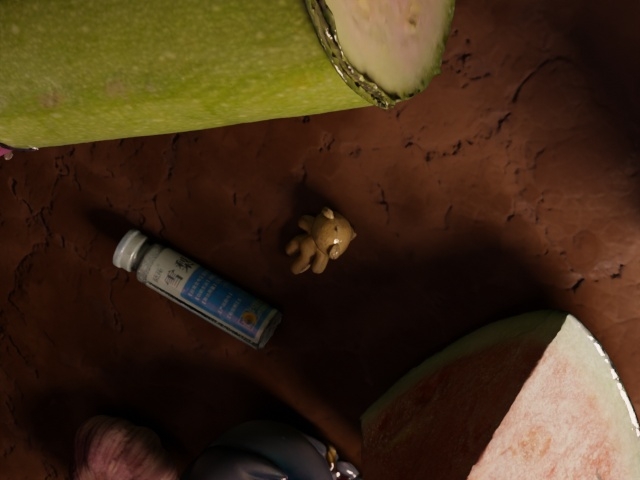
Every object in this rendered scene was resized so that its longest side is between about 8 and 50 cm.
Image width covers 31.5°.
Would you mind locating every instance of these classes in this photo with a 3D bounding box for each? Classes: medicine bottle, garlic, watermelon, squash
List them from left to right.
[{"bbox_3d":[-0.242,0.292,1.390,0.147,0.102,0.159,-14,110,31],"label":"garlic"},{"bbox_3d":[-0.111,-0.221,0.935,0.384,0.263,0.263,-2,115,29],"label":"squash"},{"bbox_3d":[-0.135,0.052,1.232,0.191,0.051,0.051,30,126,10],"label":"medicine bottle"},{"bbox_3d":[0.138,0.197,1.065,0.283,0.292,0.251,-8,83,31],"label":"watermelon"}]

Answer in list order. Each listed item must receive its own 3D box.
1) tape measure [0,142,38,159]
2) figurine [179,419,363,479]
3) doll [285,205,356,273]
[{"bbox_3d":[-0.329,-0.148,1.205,0.118,0.074,0.125,-17,110,32],"label":"tape measure"},{"bbox_3d":[-0.031,0.318,1.237,0.265,0.197,0.175,44,127,-5],"label":"figurine"},{"bbox_3d":[-0.007,0.001,1.138,0.093,0.051,0.062,-24,75,32],"label":"doll"}]
